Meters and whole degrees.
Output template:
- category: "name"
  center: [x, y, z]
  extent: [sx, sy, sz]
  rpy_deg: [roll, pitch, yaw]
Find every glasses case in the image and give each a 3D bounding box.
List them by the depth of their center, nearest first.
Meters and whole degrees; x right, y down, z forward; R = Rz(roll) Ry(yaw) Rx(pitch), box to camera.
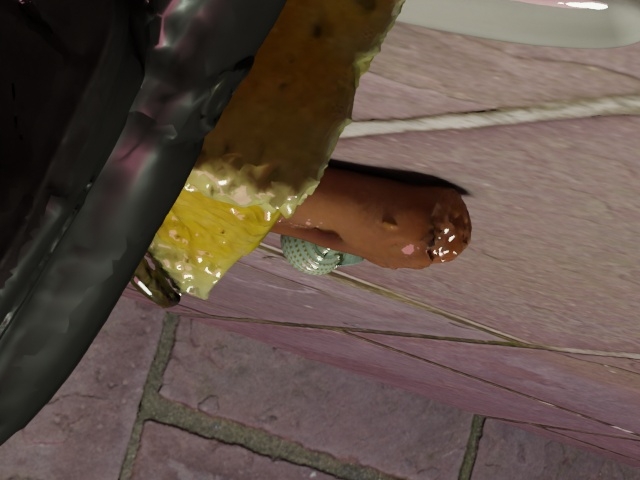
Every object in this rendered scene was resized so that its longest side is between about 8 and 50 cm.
- category: "glasses case"
  center: [0.060, -0.111, 0.706]
  extent: [0.164, 0.041, 0.063]
  rpy_deg: [12, 172, 19]

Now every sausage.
- category: "sausage"
  center: [-0.029, -0.028, 1.269]
  extent: [0.304, 0.078, 0.078]
  rpy_deg: [10, 170, 24]

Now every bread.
- category: "bread"
  center: [-0.058, -0.063, 0.612]
  extent: [0.169, 0.140, 0.160]
  rpy_deg: [22, 164, 7]

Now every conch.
- category: "conch"
  center: [0.001, -0.004, 1.422]
  extent: [0.076, 0.057, 0.085]
  rpy_deg: [-2, -161, -24]

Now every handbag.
- category: "handbag"
  center: [-0.161, -0.084, 0.493]
  extent: [0.275, 0.244, 0.088]
  rpy_deg: [35, -158, 4]
